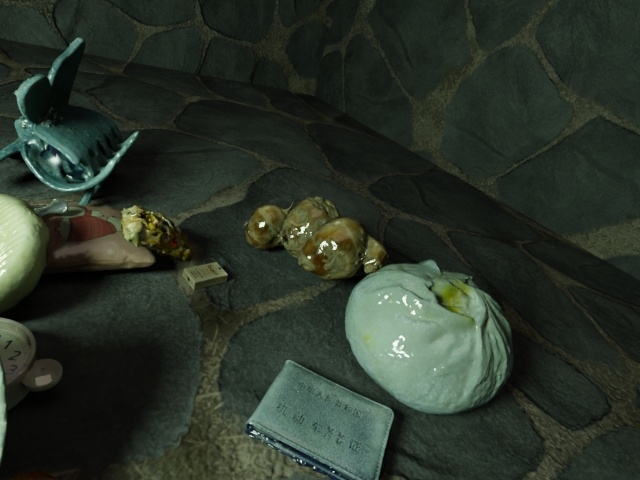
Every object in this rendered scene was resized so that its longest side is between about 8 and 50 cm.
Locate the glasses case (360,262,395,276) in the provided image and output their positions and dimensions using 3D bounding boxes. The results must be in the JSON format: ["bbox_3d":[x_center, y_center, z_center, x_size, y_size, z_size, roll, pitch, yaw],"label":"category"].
[{"bbox_3d":[0.128,0.070,1.071,0.072,0.042,0.191,3,3,-39],"label":"glasses case"}]

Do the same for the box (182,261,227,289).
[{"bbox_3d":[-0.258,0.078,0.911,0.083,0.024,0.053,-9,39,-44],"label":"box"}]

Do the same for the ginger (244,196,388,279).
[{"bbox_3d":[0.000,0.000,1.038,0.375,0.176,0.256,27,32,37],"label":"ginger"}]

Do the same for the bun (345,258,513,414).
[{"bbox_3d":[0.235,0.177,0.845,0.362,0.211,0.361,15,30,-9],"label":"bun"}]

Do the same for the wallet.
[{"bbox_3d":[0.008,0.298,0.671,0.222,0.036,0.167,24,28,10],"label":"wallet"}]

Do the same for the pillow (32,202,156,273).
[{"bbox_3d":[-0.483,-0.009,0.861,0.223,0.084,0.236,-2,33,-33],"label":"pillow"}]

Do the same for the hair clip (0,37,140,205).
[{"bbox_3d":[-0.625,-0.249,1.012,0.238,0.392,0.318,37,18,-28],"label":"hair clip"}]

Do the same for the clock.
[{"bbox_3d":[-0.478,0.180,0.554,0.230,0.063,0.155,10,32,-11],"label":"clock"}]

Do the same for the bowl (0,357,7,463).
[{"bbox_3d":[-0.525,0.174,0.316,0.435,0.434,0.196,-11,-3,-44],"label":"bowl"}]

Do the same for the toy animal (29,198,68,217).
[{"bbox_3d":[-0.609,-0.033,0.801,0.203,0.070,0.105,-10,34,15],"label":"toy animal"}]

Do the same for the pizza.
[{"bbox_3d":[-0.353,-0.027,0.875,0.147,0.069,0.226,49,-1,20],"label":"pizza"}]

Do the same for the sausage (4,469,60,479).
[{"bbox_3d":[-0.261,0.350,0.362,0.089,0.083,0.300,-12,37,-35],"label":"sausage"}]

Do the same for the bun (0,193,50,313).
[{"bbox_3d":[-0.552,0.032,0.682,0.223,0.127,0.222,0,59,0],"label":"bun"}]
